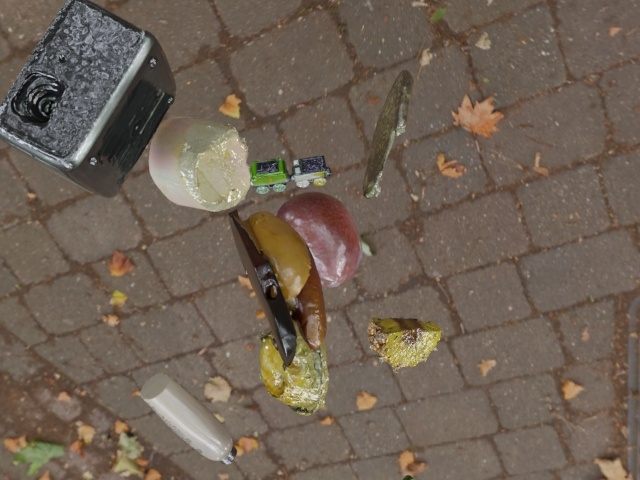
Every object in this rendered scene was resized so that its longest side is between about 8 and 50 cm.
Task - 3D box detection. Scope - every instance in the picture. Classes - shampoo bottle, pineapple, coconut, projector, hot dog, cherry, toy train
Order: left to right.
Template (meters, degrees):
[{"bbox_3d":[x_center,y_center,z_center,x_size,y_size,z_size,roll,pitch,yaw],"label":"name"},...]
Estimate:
[{"bbox_3d":[-0.566,-0.337,1.520,0.241,0.405,0.396,27,82,-2],"label":"projector"},{"bbox_3d":[-0.260,0.378,1.229,0.127,0.078,0.257,4,136,50],"label":"shampoo bottle"},{"bbox_3d":[-0.389,-0.249,1.900,0.309,0.297,0.298,19,127,43],"label":"coconut"},{"bbox_3d":[-0.056,0.063,0.981,0.107,0.326,0.194,-18,143,-11],"label":"hot dog"},{"bbox_3d":[-0.075,-0.164,1.455,0.202,0.060,0.081,-8,153,-1],"label":"toy train"},{"bbox_3d":[0.000,0.000,1.613,0.221,0.308,0.261,-34,134,3],"label":"cherry"},{"bbox_3d":[0.199,0.266,1.493,0.233,0.079,0.135,10,116,-35],"label":"pineapple"}]

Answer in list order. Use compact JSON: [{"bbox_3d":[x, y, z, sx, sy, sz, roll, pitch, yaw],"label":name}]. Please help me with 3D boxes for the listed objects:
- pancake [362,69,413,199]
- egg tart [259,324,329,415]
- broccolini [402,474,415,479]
[{"bbox_3d":[0.148,-0.231,1.316,0.033,0.286,0.289,14,90,-7],"label":"pancake"},{"bbox_3d":[-0.057,0.238,1.139,0.090,0.212,0.213,-8,122,-29],"label":"egg tart"},{"bbox_3d":[0.081,0.436,0.916,0.044,0.218,0.042,16,126,43],"label":"broccolini"}]
